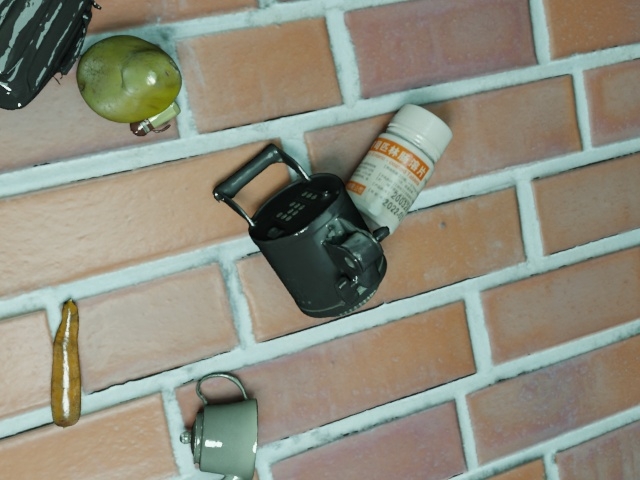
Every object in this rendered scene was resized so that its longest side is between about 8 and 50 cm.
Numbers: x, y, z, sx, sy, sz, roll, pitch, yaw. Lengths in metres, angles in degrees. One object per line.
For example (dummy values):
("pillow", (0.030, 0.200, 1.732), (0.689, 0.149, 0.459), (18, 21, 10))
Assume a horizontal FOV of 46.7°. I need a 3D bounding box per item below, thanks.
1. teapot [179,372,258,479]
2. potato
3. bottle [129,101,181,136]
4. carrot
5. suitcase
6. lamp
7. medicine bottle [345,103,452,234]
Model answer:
("teapot", (-0.203, 0.382, 1.471), (0.149, 0.162, 0.239), (3, 69, -7))
("potato", (-0.335, -0.292, 1.329), (0.157, 0.194, 0.157), (-5, 97, -50))
("bottle", (-0.319, -0.237, 1.415), (0.101, 0.047, 0.063), (-37, 62, -7))
("carrot", (-0.479, 0.232, 1.401), (0.059, 0.059, 0.247), (1, 91, -19))
("suitcase", (-0.559, -0.420, 1.254), (0.339, 0.188, 0.345), (29, 84, -24))
("lamp", (-0.006, 0.013, 1.453), (0.205, 0.374, 0.272), (-41, 138, -18))
("medicine bottle", (0.156, -0.147, 1.532), (0.144, 0.144, 0.252), (38, 82, -18))
